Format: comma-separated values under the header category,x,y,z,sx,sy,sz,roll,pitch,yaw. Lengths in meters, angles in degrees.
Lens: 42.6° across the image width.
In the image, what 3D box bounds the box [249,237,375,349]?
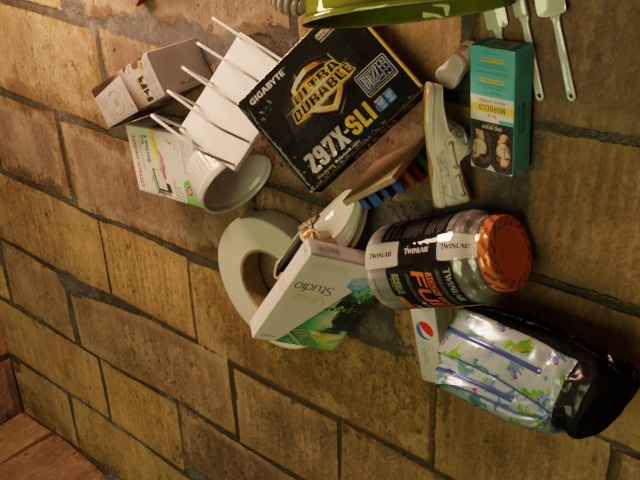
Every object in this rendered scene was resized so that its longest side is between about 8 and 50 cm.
category,x,y,z,sx,sy,sz,roll,pitch,yaw
box,0.000,0.138,1.961,0.322,0.232,0.058,-55,35,38

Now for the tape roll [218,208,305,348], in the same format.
category,x,y,z,sx,sy,sz,roll,pitch,yaw
tape roll,-0.117,0.104,2.194,0.392,0.072,0.392,23,128,33

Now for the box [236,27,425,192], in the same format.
category,x,y,z,sx,sy,sz,roll,pitch,yaw
box,0.023,-0.297,1.708,0.322,0.079,0.257,-41,83,16

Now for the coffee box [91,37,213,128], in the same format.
category,x,y,z,sx,sy,sz,roll,pitch,yaw
coffee box,-0.443,-0.406,2.136,0.297,0.168,0.119,-15,102,47

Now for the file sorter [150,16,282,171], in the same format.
category,x,y,z,sx,sy,sz,roll,pitch,yaw
file sorter,-0.220,-0.336,1.865,0.193,0.173,0.278,37,97,22

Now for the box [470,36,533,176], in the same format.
category,x,y,z,sx,sy,sz,roll,pitch,yaw
box,0.338,-0.250,1.542,0.100,0.060,0.244,22,129,41

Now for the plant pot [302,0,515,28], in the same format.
category,x,y,z,sx,sy,sz,roll,pitch,yaw
plant pot,0.133,-0.562,1.390,0.366,0.366,0.353,4,104,43

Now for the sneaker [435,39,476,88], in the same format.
category,x,y,z,sx,sy,sz,roll,pitch,yaw
sneaker,0.271,-0.342,1.583,0.051,0.070,0.134,46,167,1

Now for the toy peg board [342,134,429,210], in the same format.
category,x,y,z,sx,sy,sz,roll,pitch,yaw
toy peg board,0.156,-0.124,1.743,0.079,0.160,0.161,49,140,-13

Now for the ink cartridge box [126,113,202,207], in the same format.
category,x,y,z,sx,sy,sz,roll,pitch,yaw
ink cartridge box,-0.384,-0.220,2.225,0.278,0.117,0.201,15,123,38

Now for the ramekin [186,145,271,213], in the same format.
category,x,y,z,sx,sy,sz,roll,pitch,yaw
ramekin,-0.236,-0.176,2.051,0.109,0.207,0.207,51,138,22

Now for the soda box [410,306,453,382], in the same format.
category,x,y,z,sx,sy,sz,roll,pitch,yaw
soda box,0.266,0.221,1.889,0.069,0.074,0.216,8,118,41

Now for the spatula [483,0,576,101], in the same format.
category,x,y,z,sx,sy,sz,roll,pitch,yaw
spatula,0.380,-0.358,1.484,0.168,0.019,0.242,-1,112,43

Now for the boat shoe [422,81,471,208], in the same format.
category,x,y,z,sx,sy,sz,roll,pitch,yaw
boat shoe,0.259,-0.193,1.646,0.096,0.098,0.277,-5,125,11

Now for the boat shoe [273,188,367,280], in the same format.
category,x,y,z,sx,sy,sz,roll,pitch,yaw
boat shoe,0.000,0.000,1.928,0.302,0.103,0.113,-57,41,23

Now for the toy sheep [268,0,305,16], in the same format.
category,x,y,z,sx,sy,sz,roll,pitch,yaw
toy sheep,-0.062,-0.526,1.765,0.132,0.091,0.091,31,132,21

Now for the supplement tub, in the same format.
category,x,y,z,sx,sy,sz,roll,pitch,yaw
supplement tub,0.262,0.041,1.700,0.316,0.193,0.193,-11,105,47

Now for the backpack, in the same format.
category,x,y,z,sx,sy,sz,roll,pitch,yaw
backpack,0.402,0.257,1.635,0.355,0.290,0.273,39,104,34

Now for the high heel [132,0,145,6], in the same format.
category,x,y,z,sx,sy,sz,roll,pitch,yaw
high heel,-0.455,-0.695,2.047,0.117,0.082,0.244,50,151,-4
